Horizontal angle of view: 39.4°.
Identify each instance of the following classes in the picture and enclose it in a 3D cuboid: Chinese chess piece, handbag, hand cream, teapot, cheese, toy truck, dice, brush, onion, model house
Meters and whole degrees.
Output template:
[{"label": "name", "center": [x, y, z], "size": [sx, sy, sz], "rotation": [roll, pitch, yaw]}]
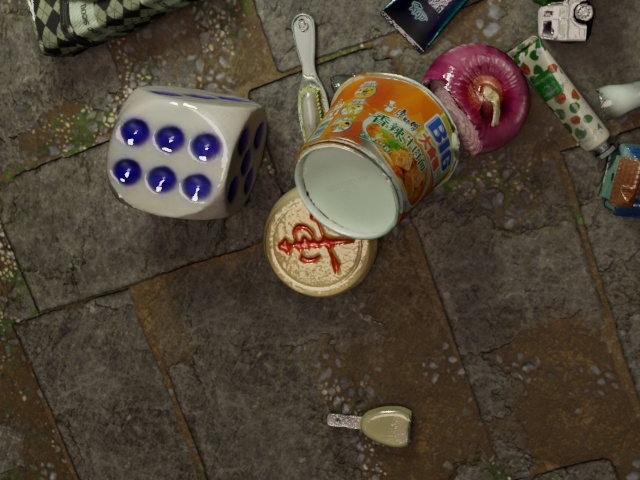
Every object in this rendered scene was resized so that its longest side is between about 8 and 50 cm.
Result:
[{"label": "Chinese chess piece", "center": [0.000, 0.000, 1.896], "size": [0.251, 0.097, 0.250], "rotation": [3, 104, 11]}, {"label": "handbag", "center": [-0.423, -0.591, 1.815], "size": [0.416, 0.180, 0.316], "rotation": [-19, 91, 21]}, {"label": "hand cream", "center": [0.249, -0.502, 1.749], "size": [0.120, 0.061, 0.270], "rotation": [43, 116, -6]}, {"label": "teapot", "center": [0.059, -0.304, 1.834], "size": [0.057, 0.066, 0.088], "rotation": [-24, 121, -1]}, {"label": "cheese", "center": [0.110, 0.411, 2.004], "size": [0.192, 0.037, 0.097], "rotation": [4, 103, 10]}, {"label": "toy truck", "center": [0.459, -0.493, 1.679], "size": [0.125, 0.101, 0.242], "rotation": [3, 102, 16]}, {"label": "dice", "center": [-0.268, -0.182, 1.828], "size": [0.259, 0.251, 0.243], "rotation": [14, 105, 9]}, {"label": "brush", "center": [-0.025, -0.317, 1.843], "size": [0.068, 0.060, 0.296], "rotation": [-5, 103, 15]}, {"label": "onion", "center": [0.309, -0.283, 1.727], "size": [0.207, 0.201, 0.200], "rotation": [41, 109, 21]}, {"label": "hand cream", "center": [0.475, -0.275, 1.744], "size": [0.059, 0.095, 0.276], "rotation": [-42, 95, -26]}, {"label": "model house", "center": [0.609, -0.103, 1.716], "size": [0.119, 0.148, 0.148], "rotation": [12, 108, 8]}]

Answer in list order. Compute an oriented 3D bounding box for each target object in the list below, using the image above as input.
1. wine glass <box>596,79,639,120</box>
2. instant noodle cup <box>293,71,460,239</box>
[{"label": "wine glass", "center": [0.613, -0.281, 1.712], "size": [0.155, 0.072, 0.072], "rotation": [-15, 100, 14]}, {"label": "instant noodle cup", "center": [0.093, -0.150, 1.719], "size": [0.296, 0.214, 0.296], "rotation": [21, 137, 21]}]
